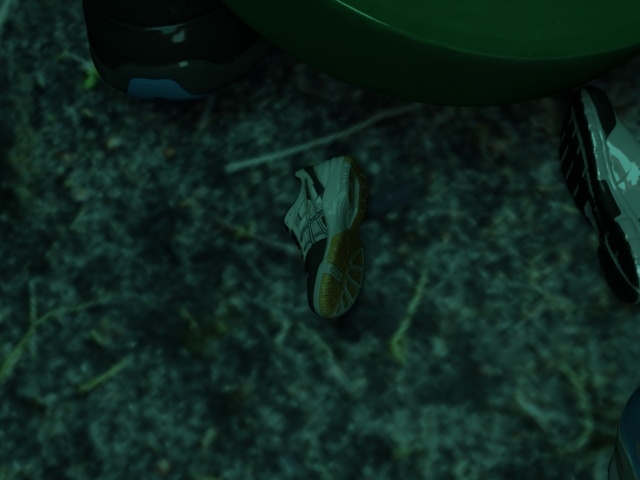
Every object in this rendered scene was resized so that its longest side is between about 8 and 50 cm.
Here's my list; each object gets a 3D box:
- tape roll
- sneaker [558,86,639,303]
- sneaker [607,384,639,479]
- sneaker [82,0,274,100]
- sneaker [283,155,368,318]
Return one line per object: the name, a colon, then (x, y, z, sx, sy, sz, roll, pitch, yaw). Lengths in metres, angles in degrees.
tape roll: (0.067, -0.224, 0.546, 0.321, 0.077, 0.321, 2, 80, -15)
sneaker: (0.140, -0.023, 0.540, 0.044, 0.040, 0.109, -10, 65, -10)
sneaker: (0.211, 0.114, 0.420, 0.229, 0.092, 0.087, 22, 69, 21)
sneaker: (-0.064, -0.236, 0.631, 0.125, 0.139, 0.340, 4, 66, 13)
sneaker: (0.000, 0.000, 0.565, 0.037, 0.032, 0.083, -7, 57, 25)
